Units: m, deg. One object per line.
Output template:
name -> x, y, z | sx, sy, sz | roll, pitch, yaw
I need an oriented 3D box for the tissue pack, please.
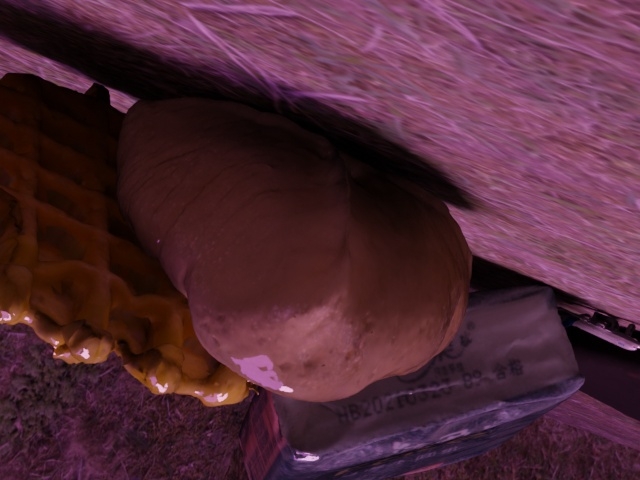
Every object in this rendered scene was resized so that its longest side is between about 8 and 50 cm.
tissue pack -> 0.058, 0.127, 1.564 | 0.228, 0.103, 0.315 | -15, 168, -10

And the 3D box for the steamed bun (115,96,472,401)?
steamed bun -> 0.001, 0.002, 1.102 | 0.231, 0.110, 0.212 | 23, -158, -15

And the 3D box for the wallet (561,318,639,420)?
wallet -> 0.305, 0.124, 1.559 | 0.197, 0.051, 0.377 | 28, 173, -28

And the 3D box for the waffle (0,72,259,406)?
waffle -> -0.121, -0.008, 1.185 | 0.307, 0.060, 0.312 | 6, -146, -48

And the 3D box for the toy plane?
toy plane -> 0.207, 0.065, 1.486 | 0.084, 0.024, 0.078 | 9, 168, 42
